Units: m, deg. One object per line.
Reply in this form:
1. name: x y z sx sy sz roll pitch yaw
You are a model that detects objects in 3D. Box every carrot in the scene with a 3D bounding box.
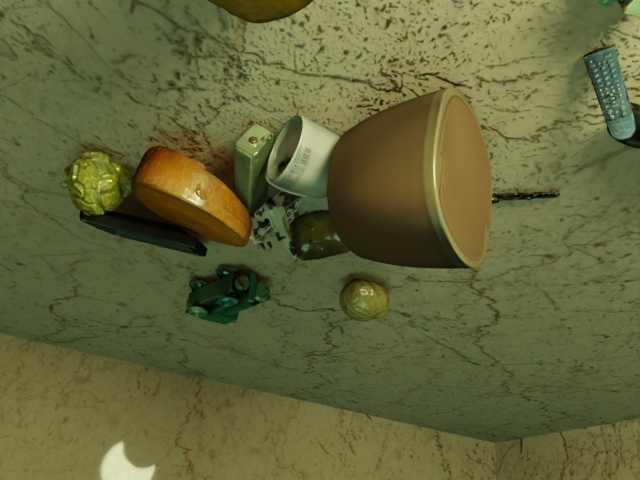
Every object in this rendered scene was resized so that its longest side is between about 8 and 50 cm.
1. carrot: -0.270 -0.081 1.161 0.258 0.100 0.307 16 162 34

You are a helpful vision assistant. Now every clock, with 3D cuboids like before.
1. clock: -0.435 -0.021 1.345 0.278 0.049 0.273 14 172 -4

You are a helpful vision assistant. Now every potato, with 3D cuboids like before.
1. potato: 0.000 0.000 1.325 0.200 0.081 0.164 -17 141 33

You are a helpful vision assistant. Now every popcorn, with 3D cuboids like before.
1. popcorn: -0.502 -0.124 1.176 0.162 0.136 0.141 9 157 -7

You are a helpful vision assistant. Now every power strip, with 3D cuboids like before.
1. power strip: -0.144 -0.137 1.118 0.052 0.078 0.272 33 151 8

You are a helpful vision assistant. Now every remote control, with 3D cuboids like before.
1. remote control: 0.455 -0.227 0.826 0.043 0.027 0.152 -6 125 46

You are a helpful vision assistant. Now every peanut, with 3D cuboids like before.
1. peanut: 0.133 0.179 1.567 0.159 0.109 0.140 24 147 -22

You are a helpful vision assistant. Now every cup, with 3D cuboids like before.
1. cup: -0.021 -0.135 1.025 0.142 0.134 0.173 22 119 -27

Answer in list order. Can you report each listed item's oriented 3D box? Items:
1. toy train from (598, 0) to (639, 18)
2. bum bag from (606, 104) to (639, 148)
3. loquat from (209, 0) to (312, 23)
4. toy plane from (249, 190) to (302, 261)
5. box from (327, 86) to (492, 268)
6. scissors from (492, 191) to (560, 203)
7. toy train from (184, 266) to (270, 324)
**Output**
1. toy train: 0.420 -0.355 0.632 0.118 0.074 0.176 7 147 -17
2. bum bag: 0.654 -0.162 0.881 0.340 0.095 0.144 18 163 -14
3. loquat: -0.072 -0.361 0.626 0.187 0.176 0.234 25 156 -26
4. toy plane: -0.096 -0.029 1.239 0.082 0.160 0.234 37 158 24
5. box: 0.159 -0.090 0.930 0.216 0.301 0.301 -8 147 33
6. scissors: 0.345 -0.091 1.140 0.317 0.024 0.160 -1 149 15
7. toy train: -0.293 0.180 1.673 0.194 0.120 0.298 23 147 -38
